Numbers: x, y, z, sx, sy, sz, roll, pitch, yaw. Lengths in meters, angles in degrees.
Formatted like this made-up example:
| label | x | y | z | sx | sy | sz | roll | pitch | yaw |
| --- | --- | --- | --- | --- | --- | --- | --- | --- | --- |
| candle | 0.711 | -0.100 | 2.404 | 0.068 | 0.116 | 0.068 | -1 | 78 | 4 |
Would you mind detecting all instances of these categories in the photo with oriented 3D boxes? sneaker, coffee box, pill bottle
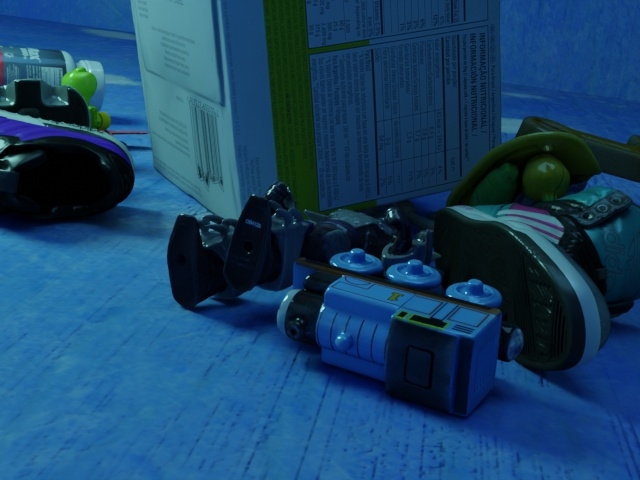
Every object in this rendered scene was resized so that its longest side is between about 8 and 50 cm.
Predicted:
| label | x | y | z | sx | sy | sz | roll | pitch | yaw |
| --- | --- | --- | --- | --- | --- | --- | --- | --- | --- |
| sneaker | 0.222 | 0.029 | 0.902 | 0.178 | 0.124 | 0.295 | -6 | 16 | -11 |
| sneaker | -0.435 | -0.123 | 1.199 | 0.330 | 0.122 | 0.146 | 3 | -3 | -16 |
| sneaker | -0.329 | -0.077 | 1.054 | 0.293 | 0.102 | 0.146 | 3 | 16 | -15 |
| coffee box | -0.014 | -0.238 | 1.232 | 0.334 | 0.338 | 0.337 | -14 | 23 | -22 |
| pill bottle | -0.432 | -0.243 | 1.625 | 0.180 | 0.108 | 0.108 | -1 | 17 | -29 |

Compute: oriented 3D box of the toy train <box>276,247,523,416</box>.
| label | x | y | z | sx | sy | sz | roll | pitch | yaw |
| --- | --- | --- | --- | --- | --- | --- | --- | --- | --- |
| toy train | 0.052 | 0.061 | 0.769 | 0.184 | 0.080 | 0.105 | 15 | 22 | 26 |

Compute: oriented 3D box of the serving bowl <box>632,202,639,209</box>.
| label | x | y | z | sx | sy | sz | roll | pitch | yaw |
| --- | --- | --- | --- | --- | --- | --- | --- | --- | --- |
| serving bowl | 0.405 | -0.033 | 1.366 | 0.083 | 0.027 | 0.083 | 25 | 13 | -6 |

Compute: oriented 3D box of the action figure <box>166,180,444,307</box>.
| label | x | y | z | sx | sy | sz | roll | pitch | yaw |
| --- | --- | --- | --- | --- | --- | --- | --- | --- | --- |
| action figure | 0.000 | 0.000 | 0.939 | 0.185 | 0.099 | 0.285 | 6 | 8 | 34 |

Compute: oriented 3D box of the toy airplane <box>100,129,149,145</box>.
| label | x | y | z | sx | sy | sz | roll | pitch | yaw |
| --- | --- | --- | --- | --- | --- | --- | --- | --- | --- |
| toy airplane | -0.321 | -0.152 | 1.487 | 0.151 | 0.028 | 0.151 | 8 | 14 | -2 |

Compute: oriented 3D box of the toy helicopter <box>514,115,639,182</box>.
| label | x | y | z | sx | sy | sz | roll | pitch | yaw |
| --- | --- | --- | --- | --- | --- | --- | --- | --- | --- |
| toy helicopter | 0.416 | -0.083 | 1.322 | 0.355 | 0.140 | 0.235 | 13 | 25 | -12 |

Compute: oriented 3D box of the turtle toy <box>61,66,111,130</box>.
| label | x | y | z | sx | sy | sz | roll | pitch | yaw |
| --- | --- | --- | --- | --- | --- | --- | --- | --- | --- |
| turtle toy | -0.321 | -0.159 | 1.338 | 0.066 | 0.130 | 0.095 | 47 | 26 | 18 |

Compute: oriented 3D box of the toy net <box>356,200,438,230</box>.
| label | x | y | z | sx | sy | sz | roll | pitch | yaw |
| --- | --- | --- | --- | --- | --- | --- | --- | --- | --- |
| toy net | 0.135 | -0.040 | 1.247 | 0.232 | 0.045 | 0.122 | 9 | 15 | 7 |

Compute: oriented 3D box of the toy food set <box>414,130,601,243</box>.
| label | x | y | z | sx | sy | sz | roll | pitch | yaw |
| --- | --- | --- | --- | --- | --- | --- | --- | --- | --- |
| toy food set | 0.200 | -0.021 | 1.080 | 0.128 | 0.218 | 0.071 | 8 | 56 | -22 |
